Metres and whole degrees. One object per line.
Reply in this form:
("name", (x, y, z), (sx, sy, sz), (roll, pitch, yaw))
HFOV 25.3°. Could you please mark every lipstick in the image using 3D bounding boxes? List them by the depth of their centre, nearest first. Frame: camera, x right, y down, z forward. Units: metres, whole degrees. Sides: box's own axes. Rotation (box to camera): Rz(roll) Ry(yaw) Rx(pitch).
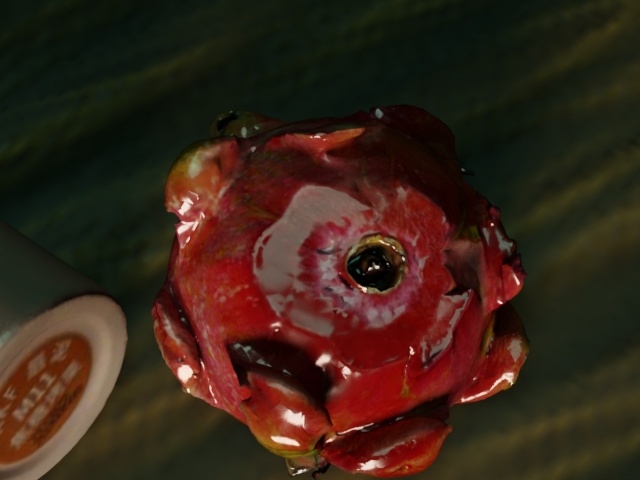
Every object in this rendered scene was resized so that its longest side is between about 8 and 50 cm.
("lipstick", (-0.177, -0.016, 0.444), (0.254, 0.070, 0.070), (31, 69, 23))

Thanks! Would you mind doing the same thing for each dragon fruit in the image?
("dragon fruit", (0.003, 0.003, 0.409), (0.112, 0.068, 0.126), (0, 62, 8))
